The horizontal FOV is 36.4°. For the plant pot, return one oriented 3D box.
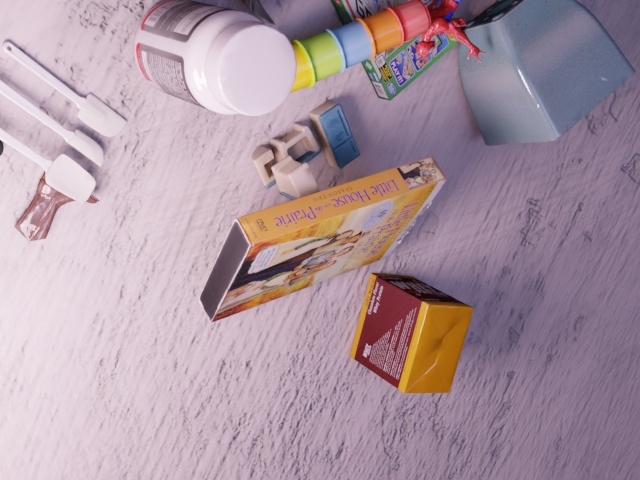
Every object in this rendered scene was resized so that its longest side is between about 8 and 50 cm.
[{"bbox_3d":[0.422,-0.366,1.968,0.247,0.248,0.252,-40,107,-17],"label":"plant pot"}]

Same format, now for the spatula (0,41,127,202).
[{"bbox_3d":[-0.430,-0.186,1.536,0.242,0.019,0.168,38,71,-38],"label":"spatula"}]

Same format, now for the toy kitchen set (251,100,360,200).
[{"bbox_3d":[0.003,-0.142,1.787,0.207,0.166,0.122,-36,124,-19],"label":"toy kitchen set"}]

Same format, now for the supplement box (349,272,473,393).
[{"bbox_3d":[0.185,0.191,2.022,0.129,0.194,0.191,6,103,-37],"label":"supplement box"}]

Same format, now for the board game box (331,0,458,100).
[{"bbox_3d":[0.133,-0.456,1.843,0.213,0.046,0.317,-42,126,-15],"label":"board game box"}]

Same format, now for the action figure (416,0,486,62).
[{"bbox_3d":[0.281,-0.455,1.860,0.139,0.091,0.280,34,86,-30],"label":"action figure"}]

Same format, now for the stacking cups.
[{"bbox_3d":[0.049,-0.349,1.760,0.316,0.096,0.096,-24,119,-16],"label":"stacking cups"}]

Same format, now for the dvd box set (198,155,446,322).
[{"bbox_3d":[0.000,0.000,1.792,0.420,0.062,0.308,-19,159,-30],"label":"dvd box set"}]

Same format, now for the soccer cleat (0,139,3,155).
[{"bbox_3d":[-0.558,-0.129,1.451,0.178,0.072,0.060,-6,110,-34],"label":"soccer cleat"}]

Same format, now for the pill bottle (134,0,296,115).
[{"bbox_3d":[-0.167,-0.288,1.537,0.161,0.283,0.161,-13,114,-31],"label":"pill bottle"}]

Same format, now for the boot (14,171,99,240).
[{"bbox_3d":[-0.432,-0.043,1.596,0.106,0.037,0.114,26,88,-26],"label":"boot"}]

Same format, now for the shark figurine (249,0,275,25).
[{"bbox_3d":[-0.039,-0.499,1.650,0.278,0.116,0.166,-35,96,-5],"label":"shark figurine"}]
